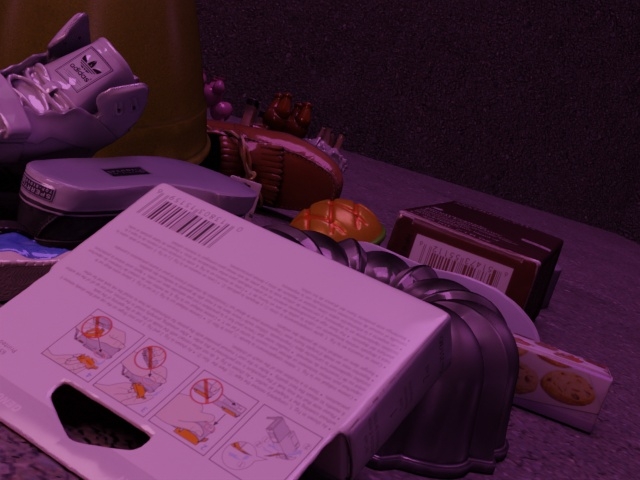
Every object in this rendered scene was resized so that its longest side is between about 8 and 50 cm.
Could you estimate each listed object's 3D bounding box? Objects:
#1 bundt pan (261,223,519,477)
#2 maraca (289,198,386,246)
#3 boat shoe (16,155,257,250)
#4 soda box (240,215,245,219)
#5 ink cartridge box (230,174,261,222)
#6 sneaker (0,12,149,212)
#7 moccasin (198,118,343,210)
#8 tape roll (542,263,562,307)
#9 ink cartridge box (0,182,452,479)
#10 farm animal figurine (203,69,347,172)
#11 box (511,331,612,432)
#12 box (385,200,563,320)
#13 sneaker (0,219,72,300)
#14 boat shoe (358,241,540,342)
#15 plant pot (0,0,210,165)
[{"bbox_3d":[0.030,0.077,0.922,0.331,0.124,0.331,17,10,-3],"label":"bundt pan"},{"bbox_3d":[0.000,0.000,1.378,0.186,0.099,0.127,-16,24,-25],"label":"maraca"},{"bbox_3d":[-0.195,-0.025,1.120,0.113,0.104,0.306,29,20,29],"label":"boat shoe"},{"bbox_3d":[-0.189,-0.031,1.287,0.183,0.058,0.063,10,13,-36],"label":"soda box"},{"bbox_3d":[-0.116,-0.048,1.439,0.048,0.083,0.028,18,10,-7],"label":"ink cartridge box"},{"bbox_3d":[-0.310,-0.150,1.053,0.137,0.210,0.366,49,1,11],"label":"sneaker"},{"bbox_3d":[-0.149,-0.131,1.691,0.380,0.139,0.147,22,26,1],"label":"moccasin"},{"bbox_3d":[0.294,0.042,1.745,0.219,0.072,0.219,18,11,-3],"label":"tape roll"},{"bbox_3d":[-0.087,0.085,0.704,0.275,0.060,0.239,24,50,30],"label":"ink cartridge box"},{"bbox_3d":[-0.151,-0.191,1.976,0.330,0.172,0.327,15,-5,30],"label":"farm animal figurine"},{"bbox_3d":[0.148,0.114,1.104,0.324,0.067,0.063,21,10,8],"label":"box"},{"bbox_3d":[0.215,0.041,1.420,0.191,0.143,0.381,21,8,14],"label":"box"},{"bbox_3d":[-0.245,0.019,0.913,0.152,0.058,0.084,2,27,-38],"label":"sneaker"},{"bbox_3d":[0.134,0.078,1.197,0.258,0.095,0.084,30,-11,13],"label":"boat shoe"},{"bbox_3d":[-0.325,-0.313,1.460,0.367,0.352,0.366,7,22,-3],"label":"plant pot"}]
